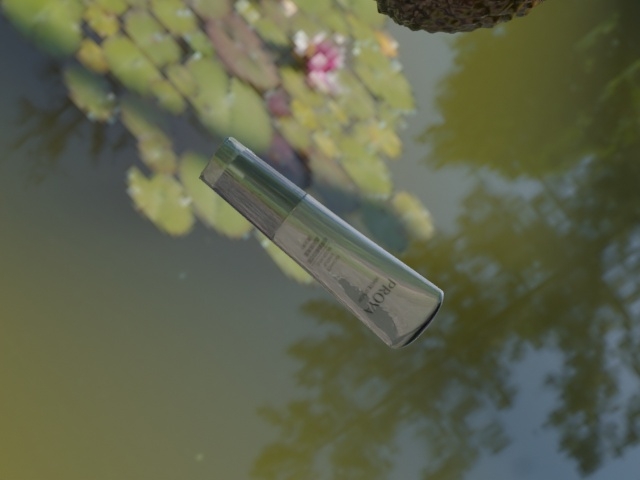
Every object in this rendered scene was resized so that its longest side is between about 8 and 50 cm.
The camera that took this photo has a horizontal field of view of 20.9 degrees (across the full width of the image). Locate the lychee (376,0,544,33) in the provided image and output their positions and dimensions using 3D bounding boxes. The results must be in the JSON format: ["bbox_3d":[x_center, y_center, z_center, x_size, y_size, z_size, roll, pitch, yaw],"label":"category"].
[{"bbox_3d":[0.083,-0.171,0.944,0.114,0.146,0.114,29,39,-27],"label":"lychee"}]

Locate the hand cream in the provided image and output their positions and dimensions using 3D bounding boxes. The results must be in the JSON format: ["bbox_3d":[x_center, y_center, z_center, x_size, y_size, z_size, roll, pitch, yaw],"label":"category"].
[{"bbox_3d":[0.000,0.000,1.611,0.255,0.079,0.048,40,35,5],"label":"hand cream"}]
